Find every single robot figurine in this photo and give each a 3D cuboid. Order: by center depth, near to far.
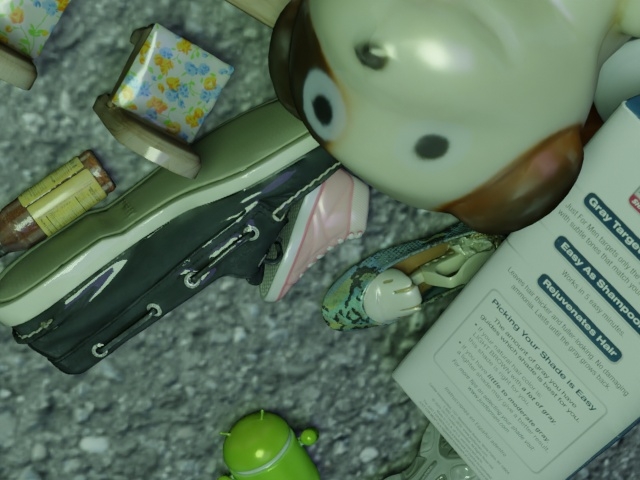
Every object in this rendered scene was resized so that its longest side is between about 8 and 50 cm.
[{"bbox_3d":[-0.044,0.204,0.938,0.101,0.067,0.115,-29,115,3],"label":"robot figurine"}]

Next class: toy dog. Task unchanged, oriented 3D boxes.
[{"bbox_3d":[0.132,-0.213,0.695,0.284,0.395,0.408,35,82,7],"label":"toy dog"}]

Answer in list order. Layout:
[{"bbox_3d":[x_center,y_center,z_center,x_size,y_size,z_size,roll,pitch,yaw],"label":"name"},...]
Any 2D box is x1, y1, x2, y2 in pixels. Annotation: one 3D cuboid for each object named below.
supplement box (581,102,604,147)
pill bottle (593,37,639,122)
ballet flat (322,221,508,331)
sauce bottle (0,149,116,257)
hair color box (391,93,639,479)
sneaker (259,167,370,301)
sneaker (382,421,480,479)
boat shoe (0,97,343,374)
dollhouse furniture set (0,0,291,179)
[{"bbox_3d":[0.331,-0.041,0.987,0.233,0.078,0.080,54,56,-26],"label":"supplement box"},{"bbox_3d":[0.326,-0.195,0.879,0.130,0.130,0.245,48,54,-26],"label":"pill bottle"},{"bbox_3d":[0.091,0.033,0.938,0.188,0.070,0.070,-28,114,-10],"label":"ballet flat"},{"bbox_3d":[-0.223,-0.021,0.815,0.128,0.042,0.042,-34,115,-6],"label":"sauce bottle"},{"bbox_3d":[0.220,0.059,0.839,0.105,0.174,0.347,-24,156,-45],"label":"hair color box"},{"bbox_3d":[0.000,0.000,0.899,0.070,0.051,0.134,22,93,-20],"label":"sneaker"},{"bbox_3d":[0.134,0.243,1.019,0.232,0.090,0.115,-39,133,-6],"label":"sneaker"},{"bbox_3d":[-0.090,-0.003,0.824,0.340,0.127,0.113,-34,117,-7],"label":"boat shoe"},{"bbox_3d":[-0.148,-0.274,0.645,0.394,0.256,0.362,27,96,-26],"label":"dollhouse furniture set"}]
